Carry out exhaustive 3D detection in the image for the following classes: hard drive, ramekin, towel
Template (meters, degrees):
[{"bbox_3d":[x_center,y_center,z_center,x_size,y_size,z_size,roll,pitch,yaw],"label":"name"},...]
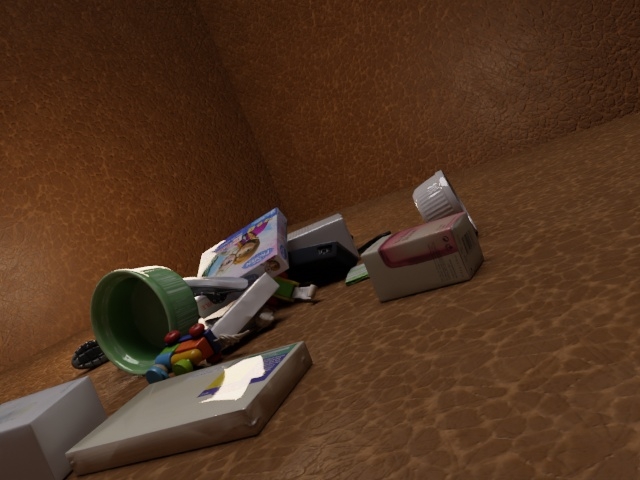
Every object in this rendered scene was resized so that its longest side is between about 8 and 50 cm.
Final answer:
[{"bbox_3d":[-0.023,0.075,1.931,0.254,0.054,0.172,-15,-29,26],"label":"hard drive"},{"bbox_3d":[0.353,-0.089,1.742,0.109,0.207,0.207,-30,4,16],"label":"ramekin"},{"bbox_3d":[0.132,0.093,1.797,0.113,0.023,0.152,-23,9,14],"label":"towel"},{"bbox_3d":[-0.496,0.218,1.735,0.303,0.303,0.148,-19,0,29],"label":"ramekin"}]

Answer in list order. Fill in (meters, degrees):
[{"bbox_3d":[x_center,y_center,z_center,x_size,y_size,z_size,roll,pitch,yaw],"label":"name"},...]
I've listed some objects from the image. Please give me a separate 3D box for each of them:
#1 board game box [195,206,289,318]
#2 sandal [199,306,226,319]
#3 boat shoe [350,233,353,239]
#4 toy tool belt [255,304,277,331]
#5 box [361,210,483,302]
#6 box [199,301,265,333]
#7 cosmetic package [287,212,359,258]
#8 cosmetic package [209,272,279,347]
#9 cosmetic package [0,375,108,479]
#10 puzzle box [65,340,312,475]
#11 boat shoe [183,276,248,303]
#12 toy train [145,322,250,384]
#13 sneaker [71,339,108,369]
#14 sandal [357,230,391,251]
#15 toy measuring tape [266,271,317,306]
[{"bbox_3d":[-0.249,0.064,1.919,0.318,0.066,0.318,-32,26,12],"label":"board game box"},{"bbox_3d":[-0.426,0.261,2.132,0.219,0.090,0.060,-18,27,-16],"label":"sandal"},{"bbox_3d":[-0.017,0.030,2.413,0.340,0.127,0.113,-28,-26,29],"label":"boat shoe"},{"bbox_3d":[-0.151,0.212,1.635,0.051,0.052,0.083,-61,1,19],"label":"toy tool belt"},{"bbox_3d":[0.238,0.038,1.408,0.232,0.127,0.148,-18,8,31],"label":"box"},{"bbox_3d":[-0.268,0.238,1.801,0.183,0.056,0.231,-24,7,-18],"label":"box"},{"bbox_3d":[-0.104,0.065,2.164,0.453,0.161,0.230,-23,7,2],"label":"cosmetic package"},{"bbox_3d":[-0.215,0.193,1.620,0.239,0.060,0.099,-48,7,-38],"label":"cosmetic package"},{"bbox_3d":[-0.586,0.400,1.210,0.224,0.138,0.224,-18,7,9],"label":"cosmetic package"},{"bbox_3d":[-0.239,0.313,1.141,0.409,0.052,0.272,-20,7,24],"label":"puzzle box"},{"bbox_3d":[-0.307,0.146,1.743,0.228,0.076,0.080,-2,4,23],"label":"boat shoe"},{"bbox_3d":[-0.300,0.277,1.457,0.248,0.105,0.143,-19,18,30],"label":"toy train"},{"bbox_3d":[-0.781,0.397,2.202,0.267,0.101,0.106,-30,-12,-43],"label":"sneaker"},{"bbox_3d":[0.197,0.013,2.155,0.067,0.040,0.179,-21,-10,-39],"label":"sandal"},{"bbox_3d":[-0.124,0.140,1.819,0.121,0.121,0.330,-26,7,-24],"label":"toy measuring tape"}]
